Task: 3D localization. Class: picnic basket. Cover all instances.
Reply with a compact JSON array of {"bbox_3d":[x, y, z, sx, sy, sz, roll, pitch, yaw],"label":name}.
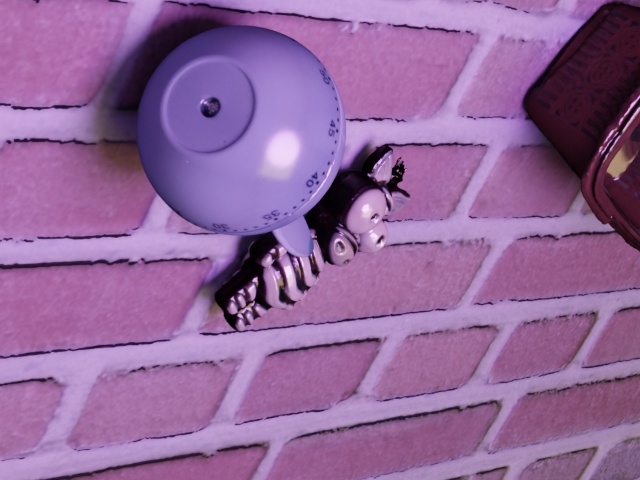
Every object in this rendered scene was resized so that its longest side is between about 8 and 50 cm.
[{"bbox_3d":[0.325,-0.122,1.738,0.222,0.129,0.297,-50,149,4],"label":"picnic basket"}]

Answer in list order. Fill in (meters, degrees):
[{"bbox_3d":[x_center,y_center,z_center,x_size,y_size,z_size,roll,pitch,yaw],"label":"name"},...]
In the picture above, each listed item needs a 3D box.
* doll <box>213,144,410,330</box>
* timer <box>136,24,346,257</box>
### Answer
[{"bbox_3d":[0.000,0.000,1.556,0.219,0.067,0.091,-40,144,-13],"label":"doll"},{"bbox_3d":[-0.064,-0.075,1.354,0.175,0.175,0.255,-39,177,-11],"label":"timer"}]
